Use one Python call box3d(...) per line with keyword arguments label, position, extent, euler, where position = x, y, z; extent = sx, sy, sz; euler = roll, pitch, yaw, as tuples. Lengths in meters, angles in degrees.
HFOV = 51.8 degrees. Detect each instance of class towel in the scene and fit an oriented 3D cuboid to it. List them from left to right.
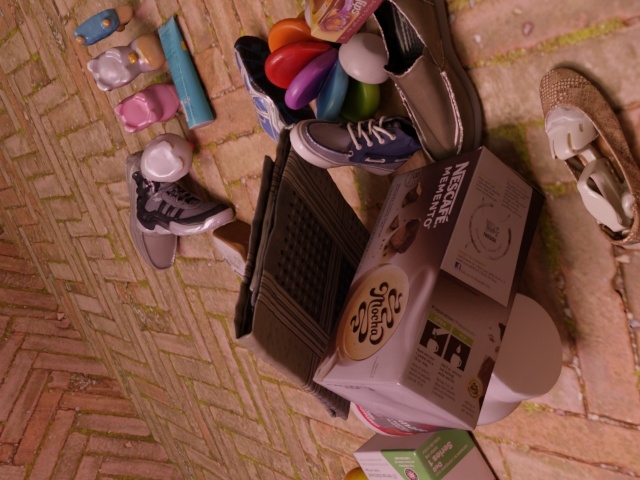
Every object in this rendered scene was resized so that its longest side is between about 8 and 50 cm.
box3d(label="towel", position=(-0.014, 0.050, 0.893), extent=(0.056, 0.312, 0.324), euler=(-4, 148, 24))

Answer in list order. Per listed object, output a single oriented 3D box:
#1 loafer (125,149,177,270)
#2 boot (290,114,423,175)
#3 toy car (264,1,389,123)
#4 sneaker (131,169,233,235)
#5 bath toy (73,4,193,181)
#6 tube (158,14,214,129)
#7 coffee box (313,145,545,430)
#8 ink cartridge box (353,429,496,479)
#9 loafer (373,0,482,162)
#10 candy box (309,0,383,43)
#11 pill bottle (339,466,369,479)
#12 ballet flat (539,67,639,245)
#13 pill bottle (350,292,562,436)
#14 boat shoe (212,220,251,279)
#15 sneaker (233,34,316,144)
box3d(label="loafer", position=(-0.401, -0.058, 1.589), extent=(0.111, 0.112, 0.319), euler=(35, 140, 46))
box3d(label="boot", position=(0.055, -0.136, 0.847), extent=(0.086, 0.190, 0.069), euler=(-33, 65, 41))
box3d(label="toy car", position=(-0.002, -0.229, 0.892), extent=(0.182, 0.136, 0.159), euler=(53, 146, 11))
box3d(label="sneaker", position=(-0.311, -0.096, 1.420), extent=(0.269, 0.101, 0.153), euler=(1, 112, 34))
box3d(label="bath toy", position=(-0.354, -0.290, 1.337), extent=(0.129, 0.151, 0.348), euler=(-96, -16, -74))
box3d(label="tube", position=(-0.264, -0.319, 1.265), extent=(0.080, 0.052, 0.207), euler=(-12, 99, 51))
box3d(label="coffee box", position=(0.130, 0.055, 0.776), extent=(0.119, 0.297, 0.168), euler=(34, 156, -23))
box3d(label="ink cartridge box", position=(0.212, 0.455, 1.145), extent=(0.278, 0.117, 0.201), euler=(59, 147, 1))
box3d(label="loafer", position=(0.118, -0.199, 0.799), extent=(0.094, 0.087, 0.251), euler=(-5, 111, 55))
box3d(label="candy box", position=(0.029, -0.341, 0.766), extent=(0.109, 0.053, 0.186), euler=(-33, 57, 57))
box3d(label="pill bottle", position=(0.112, 0.516, 1.328), extent=(0.117, 0.117, 0.215), euler=(59, 147, 2))
box3d(label="ballet flat", position=(0.282, -0.085, 0.683), extent=(0.206, 0.067, 0.073), euler=(58, 147, 4))
box3d(label="pill bottle", position=(0.176, 0.174, 0.924), extent=(0.176, 0.176, 0.318), euler=(58, 148, 4))
box3d(label="boat shoe", position=(-0.119, 0.047, 1.308), extent=(0.277, 0.098, 0.096), euler=(32, 139, 50))
box3d(label="sneaker", position=(-0.084, -0.228, 1.058), extent=(0.081, 0.080, 0.211), euler=(-26, 91, 54))
